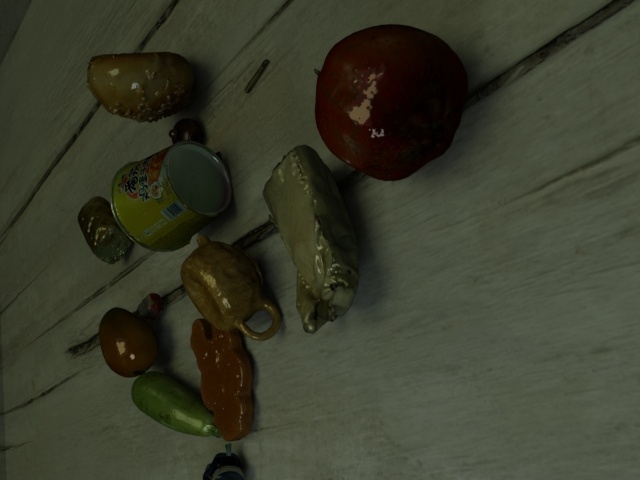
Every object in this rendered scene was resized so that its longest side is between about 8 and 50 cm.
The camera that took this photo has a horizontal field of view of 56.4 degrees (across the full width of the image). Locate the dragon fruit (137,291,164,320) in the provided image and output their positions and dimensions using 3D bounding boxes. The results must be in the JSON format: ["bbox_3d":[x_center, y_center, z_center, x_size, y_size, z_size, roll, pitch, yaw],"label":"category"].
[{"bbox_3d":[-0.487,0.196,1.737,0.083,0.060,0.056,-47,55,22],"label":"dragon fruit"}]

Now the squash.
[{"bbox_3d":[-0.382,0.433,1.558,0.371,0.118,0.118,13,96,46],"label":"squash"}]

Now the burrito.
[{"bbox_3d":[0.000,0.001,1.157,0.190,0.135,0.331,-41,60,48],"label":"burrito"}]

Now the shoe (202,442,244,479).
[{"bbox_3d":[-0.239,0.578,1.416,0.106,0.092,0.207,-108,37,-55],"label":"shoe"}]

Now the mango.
[{"bbox_3d":[-0.557,0.296,1.713,0.255,0.139,0.175,17,99,52],"label":"mango"}]

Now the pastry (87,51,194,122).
[{"bbox_3d":[-0.486,-0.419,1.635,0.315,0.285,0.184,-132,38,-68],"label":"pastry"}]

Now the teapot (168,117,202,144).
[{"bbox_3d":[-0.376,-0.289,1.646,0.129,0.078,0.098,24,104,47],"label":"teapot"}]

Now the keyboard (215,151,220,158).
[{"bbox_3d":[-0.326,-0.179,1.631,0.198,0.010,0.063,-23,71,45],"label":"keyboard"}]

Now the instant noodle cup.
[{"bbox_3d":[-0.363,-0.122,1.501,0.200,0.264,0.264,-25,68,36],"label":"instant noodle cup"}]

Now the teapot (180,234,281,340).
[{"bbox_3d":[-0.197,0.098,1.364,0.311,0.167,0.203,43,147,22],"label":"teapot"}]

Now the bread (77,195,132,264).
[{"bbox_3d":[-0.717,-0.042,1.969,0.268,0.130,0.152,44,123,42],"label":"bread"}]

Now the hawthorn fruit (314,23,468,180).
[{"bbox_3d":[0.084,-0.242,0.993,0.300,0.254,0.254,33,111,32],"label":"hawthorn fruit"}]

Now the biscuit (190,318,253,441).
[{"bbox_3d":[-0.233,0.317,1.453,0.202,0.047,0.333,-45,53,37],"label":"biscuit"}]

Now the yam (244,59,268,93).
[{"bbox_3d":[-0.158,-0.401,1.461,0.107,0.014,0.014,-46,54,36],"label":"yam"}]
